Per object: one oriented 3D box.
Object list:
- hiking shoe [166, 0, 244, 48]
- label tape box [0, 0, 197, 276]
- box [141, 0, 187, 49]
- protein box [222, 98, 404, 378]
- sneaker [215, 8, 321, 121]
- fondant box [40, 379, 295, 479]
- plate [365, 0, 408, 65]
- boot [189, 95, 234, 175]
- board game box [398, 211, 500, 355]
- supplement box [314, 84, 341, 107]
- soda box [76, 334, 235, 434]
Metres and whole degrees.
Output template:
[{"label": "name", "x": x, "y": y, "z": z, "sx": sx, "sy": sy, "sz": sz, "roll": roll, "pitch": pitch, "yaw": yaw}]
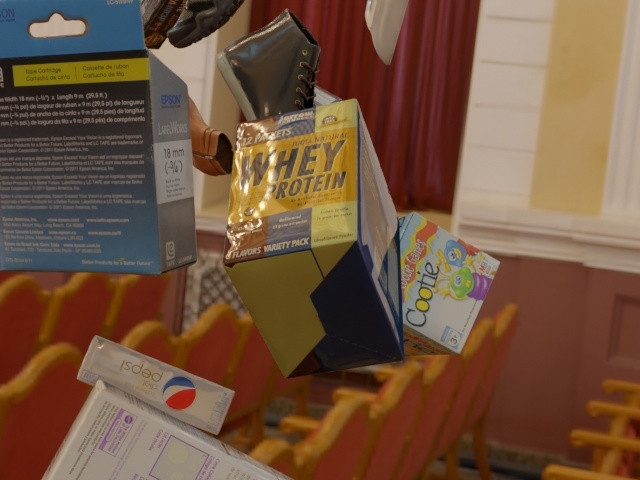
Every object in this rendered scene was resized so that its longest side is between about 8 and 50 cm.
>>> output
[{"label": "hiking shoe", "x": -0.152, "y": -0.370, "z": 1.493, "sx": 0.114, "sy": 0.227, "sz": 0.086, "roll": 44, "pitch": 21, "yaw": -5}, {"label": "label tape box", "x": -0.284, "y": -0.130, "z": 1.319, "sx": 0.240, "sy": 0.334, "sz": 0.106, "roll": 1, "pitch": 9, "yaw": 22}, {"label": "box", "x": -0.267, "y": -0.445, "z": 1.784, "sx": 0.051, "sy": 0.175, "sz": 0.220, "roll": -2, "pitch": -19, "yaw": -29}, {"label": "protein box", "x": 0.000, "y": 0.000, "z": 1.132, "sx": 0.136, "sy": 0.200, "sz": 0.201, "roll": -10, "pitch": 46, "yaw": 13}, {"label": "sneaker", "x": -0.028, "y": -0.171, "z": 1.320, "sx": 0.118, "sy": 0.222, "sz": 0.083, "roll": -34, "pitch": -6, "yaw": 16}, {"label": "fondant box", "x": -0.173, "y": 0.347, "z": 1.256, "sx": 0.330, "sy": 0.238, "sz": 0.096, "roll": 30, "pitch": -5, "yaw": -11}, {"label": "plate", "x": 0.116, "y": -0.429, "z": 1.654, "sx": 0.045, "sy": 0.277, "sz": 0.278, "roll": 13, "pitch": 20, "yaw": -5}, {"label": "boot", "x": -0.238, "y": -0.221, "z": 2.164, "sx": 0.073, "sy": 0.197, "sz": 0.152, "roll": -34, "pitch": 24, "yaw": -20}, {"label": "board game box", "x": 0.110, "y": 0.071, "z": 1.515, "sx": 0.142, "sy": 0.144, "sz": 0.275, "roll": 29, "pitch": -14, "yaw": -12}, {"label": "supplement box", "x": -0.049, "y": -0.215, "z": 2.009, "sx": 0.081, "sy": 0.104, "sz": 0.188, "roll": 31, "pitch": 33, "yaw": 13}, {"label": "soda box", "x": -0.237, "y": 0.207, "z": 1.539, "sx": 0.216, "sy": 0.069, "sz": 0.074, "roll": 24, "pitch": -12, "yaw": -9}]
